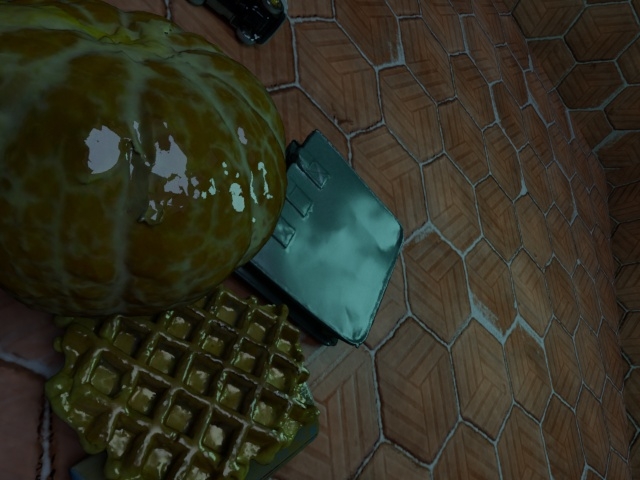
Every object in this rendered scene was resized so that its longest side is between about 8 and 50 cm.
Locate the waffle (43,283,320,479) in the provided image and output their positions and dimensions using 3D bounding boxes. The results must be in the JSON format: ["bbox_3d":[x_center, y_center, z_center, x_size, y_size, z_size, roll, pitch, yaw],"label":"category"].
[{"bbox_3d":[-0.140,0.134,0.493,0.301,0.058,0.281,49,42,3],"label":"waffle"}]

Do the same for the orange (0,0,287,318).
[{"bbox_3d":[-0.192,-0.078,0.416,0.329,0.249,0.329,22,34,-16],"label":"orange"}]

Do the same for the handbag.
[{"bbox_3d":[-0.002,0.002,0.699,0.274,0.100,0.269,41,56,-25],"label":"handbag"}]

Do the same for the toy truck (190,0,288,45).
[{"bbox_3d":[-0.156,-0.438,0.698,0.226,0.098,0.114,30,52,-31],"label":"toy truck"}]

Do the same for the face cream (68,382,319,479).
[{"bbox_3d":[-0.126,0.249,0.514,0.285,0.067,0.140,-20,85,-45],"label":"face cream"}]

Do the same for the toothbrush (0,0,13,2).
[{"bbox_3d":[-0.388,-0.332,0.494,0.030,0.030,0.298,-25,95,-19],"label":"toothbrush"}]
